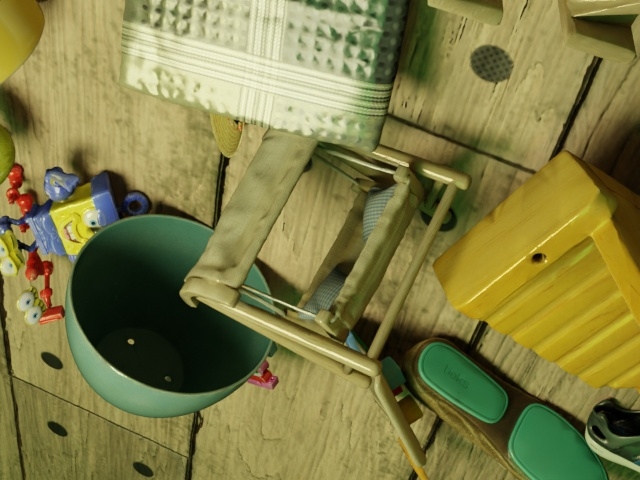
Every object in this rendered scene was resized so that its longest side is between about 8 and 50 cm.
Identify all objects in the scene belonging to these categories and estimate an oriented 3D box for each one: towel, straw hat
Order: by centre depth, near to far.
[{"bbox_3d":[-0.061,-0.272,1.116,0.324,0.056,0.312,16,122,11],"label":"towel"},{"bbox_3d":[-0.087,-0.169,1.276,0.061,0.144,0.144,-7,144,-21],"label":"straw hat"}]

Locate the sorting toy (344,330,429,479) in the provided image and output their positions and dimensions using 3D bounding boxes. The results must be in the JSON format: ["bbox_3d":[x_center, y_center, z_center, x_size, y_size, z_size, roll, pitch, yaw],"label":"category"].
[{"bbox_3d":[0.092,0.202,1.495,0.047,0.196,0.347,-29,122,-4],"label":"sorting toy"}]

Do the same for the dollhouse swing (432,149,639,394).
[{"bbox_3d":[0.332,0.133,1.085,0.347,0.305,0.315,30,130,-20],"label":"dollhouse swing"}]

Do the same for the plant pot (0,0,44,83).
[{"bbox_3d":[-0.467,-0.303,1.252,0.254,0.254,0.239,-1,145,32],"label":"plant pot"}]

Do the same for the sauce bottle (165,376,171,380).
[{"bbox_3d":[-0.236,0.199,1.763,0.042,0.042,0.128,35,142,-5],"label":"sauce bottle"}]

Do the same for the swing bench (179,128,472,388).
[{"bbox_3d":[0.000,0.000,1.222,0.255,0.253,0.165,26,166,4],"label":"swing bench"}]

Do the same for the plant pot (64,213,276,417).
[{"bbox_3d":[-0.232,0.136,1.491,0.290,0.290,0.195,32,135,-2],"label":"plant pot"}]

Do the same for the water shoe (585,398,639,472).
[{"bbox_3d":[0.454,0.274,1.399,0.203,0.073,0.080,14,135,18],"label":"water shoe"}]

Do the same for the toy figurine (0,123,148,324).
[{"bbox_3d":[-0.365,-0.066,1.538,0.217,0.191,0.362,-12,122,2],"label":"toy figurine"}]

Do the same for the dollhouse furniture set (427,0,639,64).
[{"bbox_3d":[0.163,-0.397,0.837,0.394,0.256,0.362,13,142,-12],"label":"dollhouse furniture set"}]

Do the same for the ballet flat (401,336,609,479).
[{"bbox_3d":[0.251,0.264,1.496,0.342,0.116,0.124,35,158,-3],"label":"ballet flat"}]

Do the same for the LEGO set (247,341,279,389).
[{"bbox_3d":[-0.155,0.142,1.626,0.227,0.087,0.093,12,134,30],"label":"LEGO set"}]
